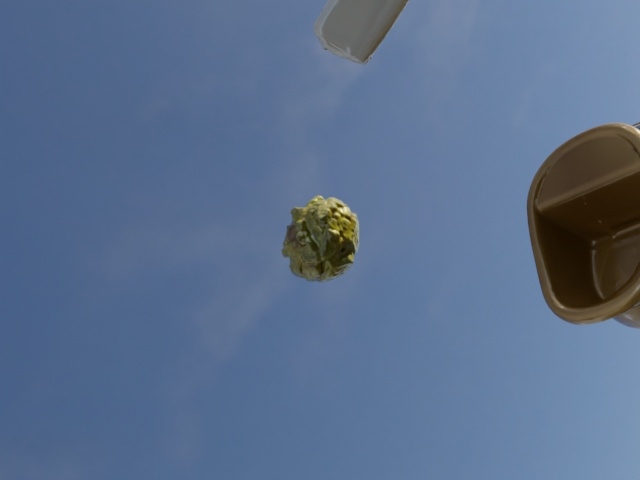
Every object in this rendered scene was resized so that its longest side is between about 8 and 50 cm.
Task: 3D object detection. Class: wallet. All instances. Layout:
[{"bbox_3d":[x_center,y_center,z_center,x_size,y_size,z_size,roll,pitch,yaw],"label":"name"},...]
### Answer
[{"bbox_3d":[0.067,-0.322,1.614,0.190,0.095,0.033,-56,-11,3],"label":"wallet"}]

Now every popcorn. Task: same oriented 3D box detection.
[{"bbox_3d":[0.000,0.000,1.700,0.120,0.116,0.106,-40,6,8],"label":"popcorn"}]

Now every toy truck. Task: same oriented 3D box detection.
[{"bbox_3d":[0.384,-0.021,1.473,0.211,0.204,0.288,19,-118,-34],"label":"toy truck"}]
